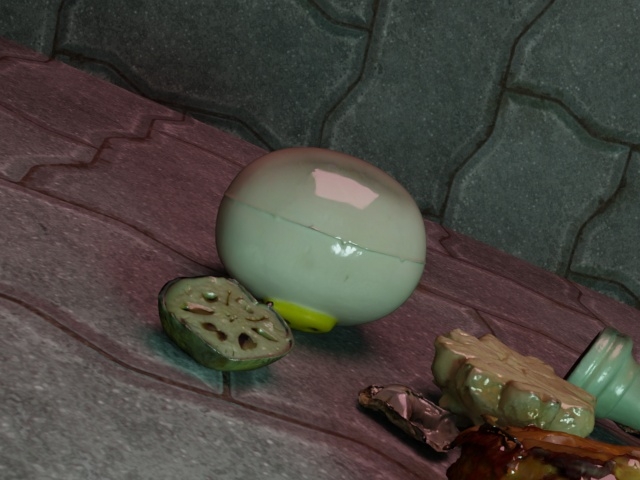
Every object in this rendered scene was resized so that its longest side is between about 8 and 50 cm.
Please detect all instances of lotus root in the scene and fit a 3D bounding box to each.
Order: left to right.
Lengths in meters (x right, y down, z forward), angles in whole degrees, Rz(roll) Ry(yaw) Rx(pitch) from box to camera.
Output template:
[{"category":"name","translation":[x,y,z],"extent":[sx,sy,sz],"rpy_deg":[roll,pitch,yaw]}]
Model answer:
[{"category":"lotus root","translation":[-0.144,0.131,1.211],"extent":[0.203,0.078,0.183],"rpy_deg":[5,35,-44]}]

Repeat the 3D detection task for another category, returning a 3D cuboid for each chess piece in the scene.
[{"category":"chess piece","translation":[0.601,0.316,1.560],"extent":[0.299,0.195,0.194],"rpy_deg":[37,17,16]}]

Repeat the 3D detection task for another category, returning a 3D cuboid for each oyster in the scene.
[{"category":"oyster","translation":[0.135,0.256,1.247],"extent":[0.165,0.053,0.108],"rpy_deg":[38,37,24]},{"category":"oyster","translation":[0.623,0.366,1.686],"extent":[0.093,0.034,0.051],"rpy_deg":[24,5,19]}]

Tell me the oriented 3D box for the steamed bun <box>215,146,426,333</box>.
[{"category":"steamed bun","translation":[0.002,-0.006,1.478],"extent":[0.373,0.334,0.334],"rpy_deg":[21,14,-8]}]

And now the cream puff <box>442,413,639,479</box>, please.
[{"category":"cream puff","translation":[0.286,0.319,0.870],"extent":[0.350,0.229,0.350],"rpy_deg":[10,-7,1]}]

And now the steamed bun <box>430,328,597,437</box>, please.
[{"category":"steamed bun","translation":[0.301,0.256,1.358],"extent":[0.292,0.137,0.295],"rpy_deg":[18,9,-20]}]
